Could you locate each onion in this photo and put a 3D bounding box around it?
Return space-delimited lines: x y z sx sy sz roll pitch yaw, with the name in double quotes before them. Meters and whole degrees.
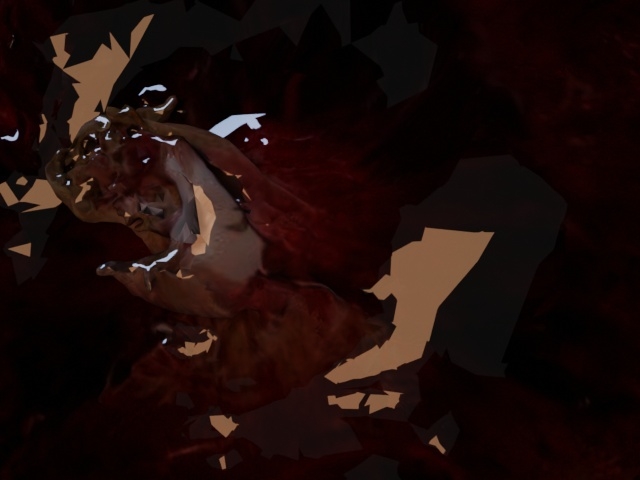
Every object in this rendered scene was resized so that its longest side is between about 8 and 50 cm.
"onion" 0.000 0.000 0.639 0.314 0.232 0.314 -1 86 9
